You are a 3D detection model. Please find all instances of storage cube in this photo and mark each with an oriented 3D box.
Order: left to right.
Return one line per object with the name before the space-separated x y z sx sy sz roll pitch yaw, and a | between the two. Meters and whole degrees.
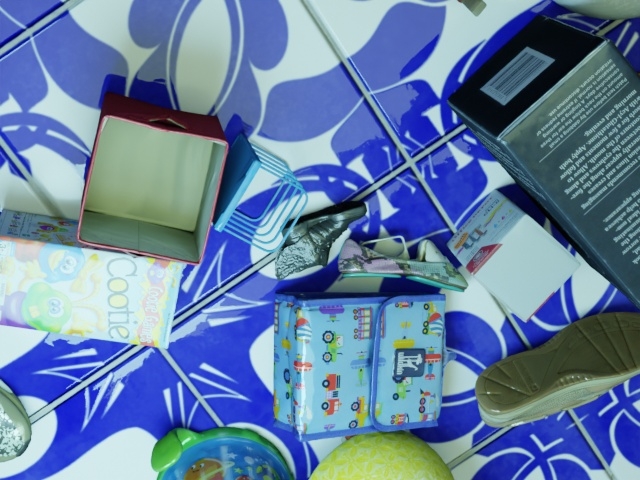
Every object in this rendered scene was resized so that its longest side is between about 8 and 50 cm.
storage cube | -0.250 -0.094 1.803 0.183 0.193 0.215 11 105 -12

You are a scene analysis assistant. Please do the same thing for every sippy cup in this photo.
sippy cup | -0.146 0.451 1.969 0.305 0.224 0.240 16 104 -14

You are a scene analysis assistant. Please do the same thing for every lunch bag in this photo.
lunch bag | 0.080 0.195 1.983 0.293 0.138 0.221 -1 94 -21

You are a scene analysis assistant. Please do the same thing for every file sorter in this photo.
file sorter | -0.097 -0.069 1.848 0.104 0.170 0.118 28 100 -19

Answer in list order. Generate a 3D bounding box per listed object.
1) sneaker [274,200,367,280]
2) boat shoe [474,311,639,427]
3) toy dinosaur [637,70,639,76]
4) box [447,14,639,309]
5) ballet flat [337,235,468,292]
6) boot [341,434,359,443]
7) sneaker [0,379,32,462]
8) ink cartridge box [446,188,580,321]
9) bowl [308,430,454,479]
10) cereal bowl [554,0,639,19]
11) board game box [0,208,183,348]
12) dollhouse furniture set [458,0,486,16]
sneaker | 0.000 0.001 1.950 0.170 0.051 0.089 -17 109 1
boat shoe | 0.422 0.219 2.063 0.341 0.122 0.110 -18 146 -1
toy dinosaur | 0.549 -0.260 1.966 0.082 0.047 0.090 -13 120 14
box | 0.420 -0.114 1.854 0.212 0.293 0.395 -42 109 5
ballet flat | 0.138 0.033 1.975 0.221 0.077 0.079 8 86 -11
boot | 0.107 0.363 2.075 0.084 0.059 0.158 -43 100 8
sneaker | -0.632 0.247 1.848 0.410 0.182 0.158 29 100 -17
ink cartridge box | 0.300 0.021 1.938 0.127 0.176 0.128 40 96 -15
bowl | 0.121 0.461 1.955 0.289 0.156 0.290 -6 103 -27
cereal bowl | 0.466 -0.493 1.828 0.338 0.141 0.339 -3 108 -9
board game box | -0.357 0.057 1.856 0.275 0.144 0.142 9 106 -11
dollhouse furniture set | 0.150 -0.530 1.782 0.374 0.152 0.201 36 98 -35
